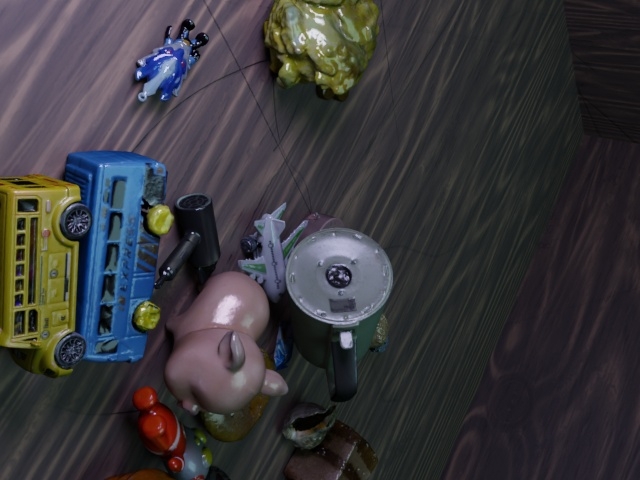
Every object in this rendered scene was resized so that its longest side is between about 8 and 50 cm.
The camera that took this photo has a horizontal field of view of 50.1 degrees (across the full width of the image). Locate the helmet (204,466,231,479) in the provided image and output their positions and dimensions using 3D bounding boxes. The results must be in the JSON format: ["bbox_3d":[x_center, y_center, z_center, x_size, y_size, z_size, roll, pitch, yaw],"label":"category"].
[{"bbox_3d":[-0.275,0.664,1.728,0.177,0.107,0.153,-4,105,-55],"label":"helmet"}]

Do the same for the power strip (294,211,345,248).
[{"bbox_3d":[0.000,0.000,1.852,0.154,0.078,0.154,-29,128,-46],"label":"power strip"}]

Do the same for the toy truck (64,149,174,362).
[{"bbox_3d":[-0.383,0.032,1.241,0.162,0.161,0.385,-2,107,-44],"label":"toy truck"}]

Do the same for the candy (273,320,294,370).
[{"bbox_3d":[-0.101,0.284,1.865,0.088,0.038,0.136,9,85,-67],"label":"candy"}]

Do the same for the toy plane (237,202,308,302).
[{"bbox_3d":[-0.124,0.039,1.669,0.251,0.101,0.255,-34,135,-45],"label":"toy plane"}]

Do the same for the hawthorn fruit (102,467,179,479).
[{"bbox_3d":[-0.363,0.630,1.411,0.277,0.277,0.298,-50,126,-31],"label":"hawthorn fruit"}]

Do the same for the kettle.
[{"bbox_3d":[0.047,0.214,1.715,0.376,0.250,0.361,93,-13,-60],"label":"kettle"}]

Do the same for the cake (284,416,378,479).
[{"bbox_3d":[0.013,0.713,2.107,0.293,0.196,0.199,-52,140,-21],"label":"cake"}]

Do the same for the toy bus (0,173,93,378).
[{"bbox_3d":[-0.479,0.064,1.116,0.151,0.145,0.331,-8,108,-53],"label":"toy bus"}]

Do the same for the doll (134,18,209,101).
[{"bbox_3d":[-0.286,-0.331,1.291,0.096,0.070,0.195,41,64,-23],"label":"doll"}]

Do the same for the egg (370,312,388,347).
[{"bbox_3d":[0.165,0.282,2.193,0.118,0.116,0.140,-7,112,-24],"label":"egg"}]

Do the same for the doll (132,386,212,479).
[{"bbox_3d":[-0.314,0.449,1.507,0.105,0.200,0.336,-28,138,-9],"label":"doll"}]

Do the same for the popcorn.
[{"bbox_3d":[-0.007,-0.445,1.492,0.293,0.237,0.293,-37,135,-48],"label":"popcorn"}]

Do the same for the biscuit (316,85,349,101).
[{"bbox_3d":[0.047,-0.474,1.744,0.180,0.039,0.236,-14,114,-52],"label":"biscuit"}]

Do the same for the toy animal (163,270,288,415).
[{"bbox_3d":[-0.209,0.221,1.472,0.326,0.269,0.237,-60,140,-25],"label":"toy animal"}]

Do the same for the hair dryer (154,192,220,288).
[{"bbox_3d":[-0.280,0.044,1.403,0.248,0.078,0.195,-62,152,-54],"label":"hair dryer"}]

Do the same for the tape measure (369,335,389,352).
[{"bbox_3d":[0.194,0.331,2.313,0.091,0.054,0.094,-19,111,-53],"label":"tape measure"}]

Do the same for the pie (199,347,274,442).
[{"bbox_3d":[-0.205,0.389,1.740,0.273,0.069,0.273,-27,122,-53],"label":"pie"}]

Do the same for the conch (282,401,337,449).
[{"bbox_3d":[-0.032,0.536,1.993,0.155,0.207,0.130,-10,69,-48],"label":"conch"}]
